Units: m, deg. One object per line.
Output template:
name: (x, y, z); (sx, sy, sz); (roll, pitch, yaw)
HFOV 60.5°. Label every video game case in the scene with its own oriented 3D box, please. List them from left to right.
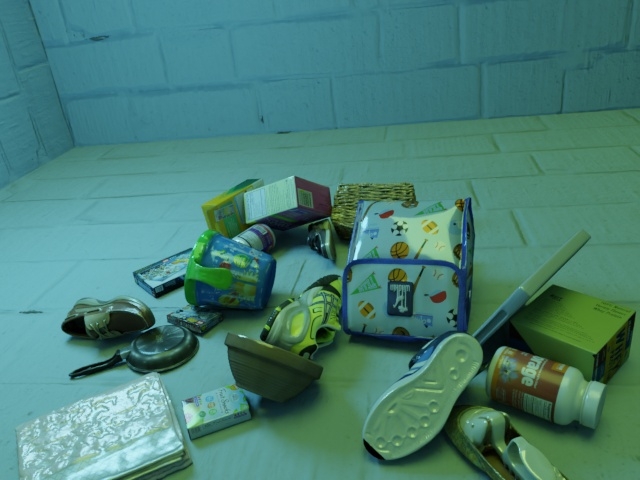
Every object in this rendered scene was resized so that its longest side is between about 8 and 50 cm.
video game case: (0.489, 0.136, 1.330); (0.329, 0.300, 0.036); (-30, 66, -38)

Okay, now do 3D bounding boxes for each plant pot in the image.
plant pot: (-0.122, 0.302, 1.262); (0.237, 0.237, 0.109); (12, 72, 33)

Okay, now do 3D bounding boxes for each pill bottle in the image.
pill bottle: (-0.255, 0.024, 1.919); (0.108, 0.108, 0.193); (12, 32, 33)
pill bottle: (0.469, 0.309, 1.147); (0.216, 0.121, 0.121); (13, 32, 35)

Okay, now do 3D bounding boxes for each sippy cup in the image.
sippy cup: (-0.256, 0.104, 1.637); (0.224, 0.240, 0.305); (13, 36, 7)

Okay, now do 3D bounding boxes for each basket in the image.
basket: (0.204, -0.068, 2.015); (0.299, 0.223, 0.213); (1, 60, 16)

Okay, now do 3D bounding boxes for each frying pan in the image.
frying pan: (-0.498, 0.292, 1.507); (0.326, 0.053, 0.197); (-2, 24, 4)

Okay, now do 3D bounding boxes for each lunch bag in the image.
lunch bag: (0.242, 0.083, 1.475); (0.328, 0.239, 0.385); (1, 59, 22)

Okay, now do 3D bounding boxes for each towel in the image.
towel: (-0.480, 0.437, 1.196); (0.332, 0.053, 0.317); (-18, 28, -23)

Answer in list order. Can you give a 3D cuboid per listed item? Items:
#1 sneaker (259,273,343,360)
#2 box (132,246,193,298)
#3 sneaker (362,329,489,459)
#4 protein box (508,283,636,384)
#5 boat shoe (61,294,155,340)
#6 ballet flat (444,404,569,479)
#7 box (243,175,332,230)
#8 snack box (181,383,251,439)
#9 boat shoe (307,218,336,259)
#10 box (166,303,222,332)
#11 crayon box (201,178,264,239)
sneaker: (-0.009, 0.211, 1.471); (0.147, 0.145, 0.385); (36, 31, 14)
box: (-0.499, 0.106, 1.881); (0.233, 0.044, 0.159); (-26, 32, -34)
sneaker: (0.224, 0.330, 1.198); (0.130, 0.236, 0.323); (42, 86, 13)
protein box: (0.577, 0.228, 1.269); (0.201, 0.136, 0.200); (-27, 32, -35)
boat shoe: (-0.609, 0.236, 1.565); (0.324, 0.123, 0.116); (-7, 30, 31)
ballet flat: (0.345, 0.390, 1.020); (0.123, 0.123, 0.348); (-15, 27, -16)
box: (-0.117, -0.129, 2.001); (0.243, 0.117, 0.214); (-14, -15, 33)
snack box: (-0.239, 0.387, 1.254); (0.141, 0.037, 0.100); (-14, 28, -16)
boat shoe: (0.000, 0.000, 1.924); (0.092, 0.102, 0.285); (-12, 22, 1)
box: (-0.369, 0.227, 1.610); (0.137, 0.027, 0.094); (10, 21, 31)
crayon box: (-0.313, -0.080, 2.027); (0.083, 0.203, 0.323); (1, 26, 34)
